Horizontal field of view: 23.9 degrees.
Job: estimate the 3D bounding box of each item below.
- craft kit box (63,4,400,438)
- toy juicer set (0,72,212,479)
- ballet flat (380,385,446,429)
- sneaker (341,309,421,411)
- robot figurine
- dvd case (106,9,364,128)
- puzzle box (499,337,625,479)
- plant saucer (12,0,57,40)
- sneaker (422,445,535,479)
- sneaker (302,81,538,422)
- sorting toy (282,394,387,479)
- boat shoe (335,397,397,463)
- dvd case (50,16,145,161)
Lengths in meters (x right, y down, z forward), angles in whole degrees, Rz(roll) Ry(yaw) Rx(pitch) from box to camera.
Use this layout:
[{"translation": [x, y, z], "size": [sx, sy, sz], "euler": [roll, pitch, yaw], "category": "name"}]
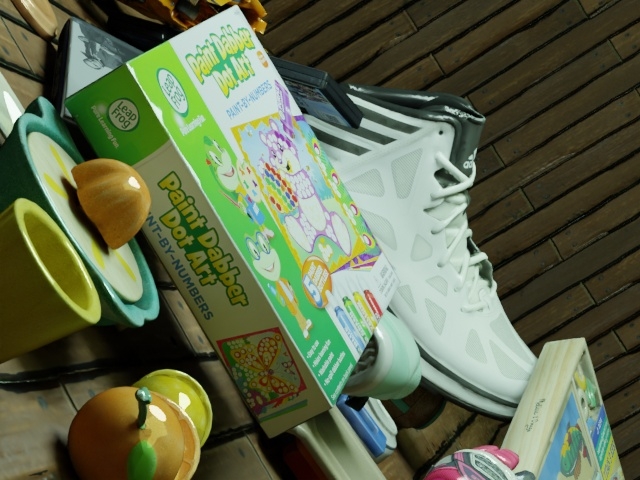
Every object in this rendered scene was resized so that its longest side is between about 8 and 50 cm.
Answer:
[{"translation": [-0.047, -0.025, 1.024], "size": [0.246, 0.061, 0.250], "euler": [57, 20, -8], "category": "craft kit box"}, {"translation": [-0.116, 0.018, 0.858], "size": [0.209, 0.089, 0.329], "euler": [55, 6, -24], "category": "toy juicer set"}, {"translation": [0.067, 0.105, 1.904], "size": [0.124, 0.116, 0.342], "euler": [36, 20, -26], "category": "ballet flat"}, {"translation": [-0.022, 0.047, 1.267], "size": [0.256, 0.094, 0.151], "euler": [44, 4, 24], "category": "sneaker"}, {"translation": [-0.160, -0.273, 1.636], "size": [0.211, 0.085, 0.291], "euler": [29, 1, 27], "category": "robot figurine"}, {"translation": [-0.089, -0.184, 1.643], "size": [0.253, 0.022, 0.180], "euler": [18, -5, 16], "category": "dvd case"}, {"translation": [0.263, 0.314, 1.637], "size": [0.409, 0.052, 0.272], "euler": [-51, 127, -60], "category": "puzzle box"}, {"translation": [-0.246, -0.207, 1.275], "size": [0.083, 0.013, 0.083], "euler": [57, 7, -11], "category": "plant saucer"}, {"translation": [0.152, 0.333, 1.324], "size": [0.112, 0.121, 0.299], "euler": [1, 68, -59], "category": "sneaker"}, {"translation": [0.142, -0.005, 1.749], "size": [0.447, 0.257, 0.169], "euler": [42, 24, 0], "category": "sneaker"}, {"translation": [0.013, 0.192, 1.255], "size": [0.196, 0.047, 0.348], "euler": [52, 7, -16], "category": "sorting toy"}, {"translation": [0.015, 0.102, 1.492], "size": [0.267, 0.088, 0.096], "euler": [56, 6, -16], "category": "boat shoe"}, {"translation": [-0.128, -0.094, 1.206], "size": [0.179, 0.029, 0.239], "euler": [26, 20, -18], "category": "dvd case"}]
